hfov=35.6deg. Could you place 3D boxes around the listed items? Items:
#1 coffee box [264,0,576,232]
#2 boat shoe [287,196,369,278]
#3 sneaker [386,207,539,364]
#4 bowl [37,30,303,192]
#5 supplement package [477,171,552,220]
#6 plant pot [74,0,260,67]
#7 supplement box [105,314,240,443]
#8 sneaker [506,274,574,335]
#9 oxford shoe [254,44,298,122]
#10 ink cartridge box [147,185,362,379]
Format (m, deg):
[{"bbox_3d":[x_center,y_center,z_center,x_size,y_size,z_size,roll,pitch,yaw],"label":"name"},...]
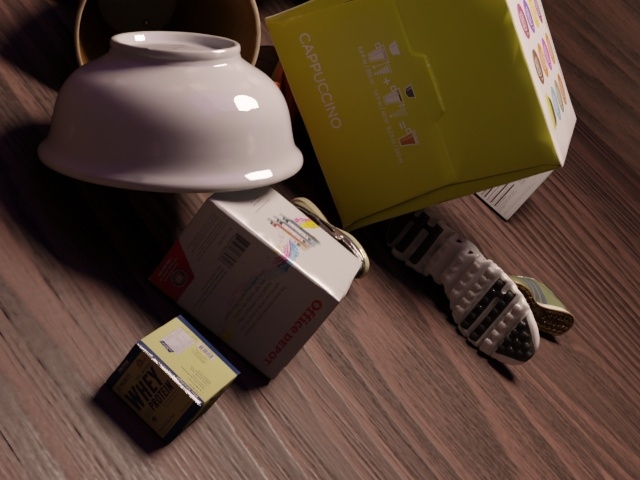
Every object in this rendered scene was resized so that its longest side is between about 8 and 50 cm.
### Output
[{"bbox_3d":[0.168,-0.253,1.507,0.337,0.338,0.334,69,23,-11],"label":"coffee box"},{"bbox_3d":[0.000,0.000,1.337,0.152,0.056,0.049,40,28,25],"label":"boat shoe"},{"bbox_3d":[0.228,0.062,1.495,0.292,0.110,0.118,51,18,23],"label":"sneaker"},{"bbox_3d":[-0.162,-0.156,1.108,0.298,0.134,0.298,4,19,-2],"label":"bowl"},{"bbox_3d":[0.365,-0.178,2.019,0.203,0.149,0.194,42,25,6],"label":"supplement package"},{"bbox_3d":[-0.231,-0.305,1.361,0.237,0.237,0.254,25,13,-29],"label":"plant pot"},{"bbox_3d":[-0.136,0.127,0.923,0.083,0.056,0.083,43,25,7],"label":"supplement box"},{"bbox_3d":[0.325,0.091,1.628,0.192,0.064,0.086,25,21,-29],"label":"sneaker"},{"bbox_3d":[-0.119,-0.194,1.456,0.133,0.130,0.363,12,27,7],"label":"oxford shoe"},{"bbox_3d":[-0.066,0.034,1.089,0.176,0.128,0.127,40,23,0],"label":"ink cartridge box"}]
